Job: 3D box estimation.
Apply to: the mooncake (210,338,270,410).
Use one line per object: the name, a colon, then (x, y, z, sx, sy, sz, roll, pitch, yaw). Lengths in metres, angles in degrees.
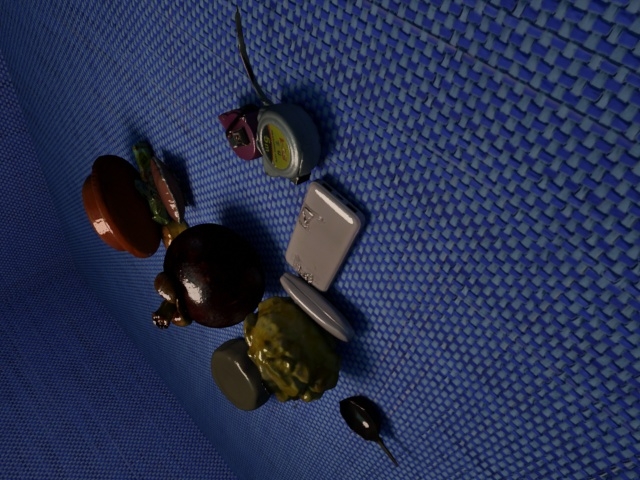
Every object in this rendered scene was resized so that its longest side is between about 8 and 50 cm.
mooncake: (-0.280, 0.483, 1.577, 0.275, 0.135, 0.275, 25, 130, 34)

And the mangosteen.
mangosteen: (-0.303, 0.109, 1.199, 0.297, 0.293, 0.297, 42, -176, -3)

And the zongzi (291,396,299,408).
zongzi: (-0.128, 0.418, 1.406, 0.184, 0.084, 0.187, 26, 140, 56)

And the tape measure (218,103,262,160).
tape measure: (-0.164, -0.238, 0.959, 0.125, 0.074, 0.118, -1, 116, 52)

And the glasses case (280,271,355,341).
glasses case: (-0.010, 0.161, 1.066, 0.233, 0.059, 0.092, 40, 172, 21)

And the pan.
pan: (0.134, 0.509, 1.179, 0.202, 0.048, 0.128, 57, 145, 4)

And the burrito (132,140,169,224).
burrito: (-0.564, -0.186, 1.416, 0.054, 0.104, 0.288, -11, 99, 22)

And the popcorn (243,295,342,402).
popcorn: (-0.076, 0.279, 1.127, 0.286, 0.215, 0.252, 57, 176, 4)

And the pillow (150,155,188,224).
pillow: (-0.472, -0.163, 1.361, 0.171, 0.075, 0.179, 50, 158, 46)

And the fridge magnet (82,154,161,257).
fridge magnet: (-0.652, -0.109, 1.448, 0.363, 0.155, 0.364, -19, -90, -88)

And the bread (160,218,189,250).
bread: (-0.493, 0.040, 1.536, 0.102, 0.094, 0.246, 12, 125, 51)

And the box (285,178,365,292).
box: (0.000, 0.000, 0.970, 0.142, 0.044, 0.285, 43, 141, 16)

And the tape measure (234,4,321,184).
tape measure: (-0.075, -0.268, 0.823, 0.164, 0.084, 0.330, 22, 132, 36)
